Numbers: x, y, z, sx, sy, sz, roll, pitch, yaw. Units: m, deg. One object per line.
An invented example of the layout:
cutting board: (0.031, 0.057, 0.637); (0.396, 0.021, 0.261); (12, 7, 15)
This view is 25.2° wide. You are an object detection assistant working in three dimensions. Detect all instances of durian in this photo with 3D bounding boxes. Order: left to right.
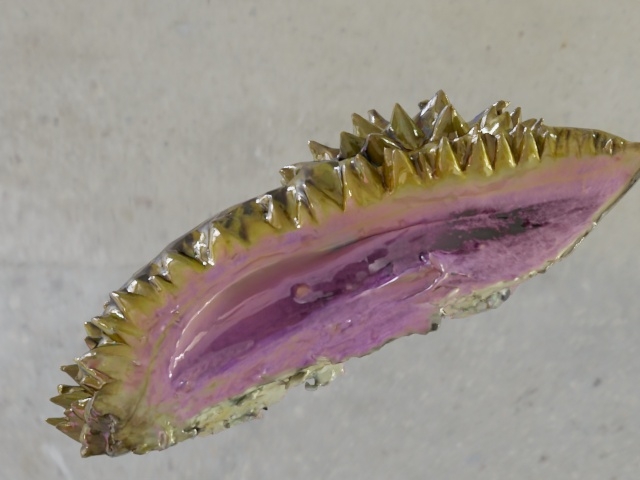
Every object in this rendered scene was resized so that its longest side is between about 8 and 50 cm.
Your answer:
durian: (0.000, 0.001, 0.778); (0.341, 0.191, 0.112); (-27, 104, -6)
